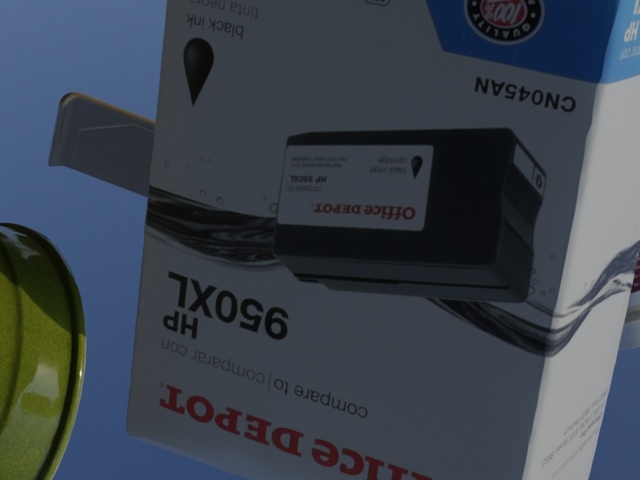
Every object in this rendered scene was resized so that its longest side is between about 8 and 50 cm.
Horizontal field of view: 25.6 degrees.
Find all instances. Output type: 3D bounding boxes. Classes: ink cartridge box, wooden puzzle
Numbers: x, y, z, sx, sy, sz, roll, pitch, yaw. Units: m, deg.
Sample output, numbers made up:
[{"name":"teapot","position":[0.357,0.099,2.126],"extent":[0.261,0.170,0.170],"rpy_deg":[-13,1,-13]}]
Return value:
[{"name":"ink cartridge box","position":[0.050,-0.033,0.890],"extent":[0.285,0.395,0.166],"rpy_deg":[16,-161,24]},{"name":"wooden puzzle","position":[-0.294,-0.143,2.184],"extent":[0.238,0.221,0.044],"rpy_deg":[17,-118,-8]}]

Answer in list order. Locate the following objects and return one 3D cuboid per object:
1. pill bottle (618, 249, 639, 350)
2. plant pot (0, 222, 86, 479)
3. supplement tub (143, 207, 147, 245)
[{"name":"pill bottle","position":[0.229,-0.021,1.139],"extent":[0.121,0.221,0.121],"rpy_deg":[-11,-141,9]},{"name":"plant pot","position":[-0.480,0.111,1.342],"extent":[0.366,0.353,0.366],"rpy_deg":[-16,-116,37]},{"name":"supplement tub","position":[0.000,0.000,1.519],"extent":[0.235,0.325,0.235],"rpy_deg":[-11,-106,47]}]
